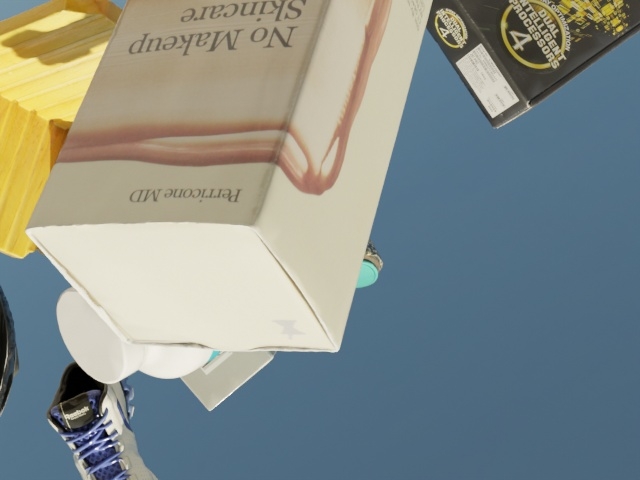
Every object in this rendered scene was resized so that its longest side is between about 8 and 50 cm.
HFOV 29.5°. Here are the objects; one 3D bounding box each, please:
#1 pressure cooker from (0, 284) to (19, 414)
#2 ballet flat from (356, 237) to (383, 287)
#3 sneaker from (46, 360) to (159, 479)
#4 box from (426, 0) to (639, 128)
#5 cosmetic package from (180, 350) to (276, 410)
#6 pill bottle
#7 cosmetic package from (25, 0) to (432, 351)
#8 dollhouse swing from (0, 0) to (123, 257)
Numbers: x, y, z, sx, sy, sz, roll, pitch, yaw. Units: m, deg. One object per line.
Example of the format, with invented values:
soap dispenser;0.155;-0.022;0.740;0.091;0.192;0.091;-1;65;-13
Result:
pressure cooker;-0.582;0.157;1.518;0.376;0.370;0.420;-60;-166;-24
ballet flat;0.000;0.000;2.210;0.164;0.182;0.483;-10;176;18
sneaker;-0.350;0.321;1.902;0.127;0.182;0.316;-22;-112;5
box;0.229;-0.380;1.497;0.318;0.395;0.097;-34;180;-28
cosmetic package;-0.112;0.093;1.397;0.107;0.127;0.238;-41;-176;11
pill bottle;-0.113;0.034;1.134;0.146;0.146;0.264;6;-153;44
cosmetic package;-0.040;-0.092;0.736;0.153;0.129;0.296;-1;-125;24
dollhouse swing;-0.373;-0.145;1.735;0.305;0.347;0.315;5;-106;37
